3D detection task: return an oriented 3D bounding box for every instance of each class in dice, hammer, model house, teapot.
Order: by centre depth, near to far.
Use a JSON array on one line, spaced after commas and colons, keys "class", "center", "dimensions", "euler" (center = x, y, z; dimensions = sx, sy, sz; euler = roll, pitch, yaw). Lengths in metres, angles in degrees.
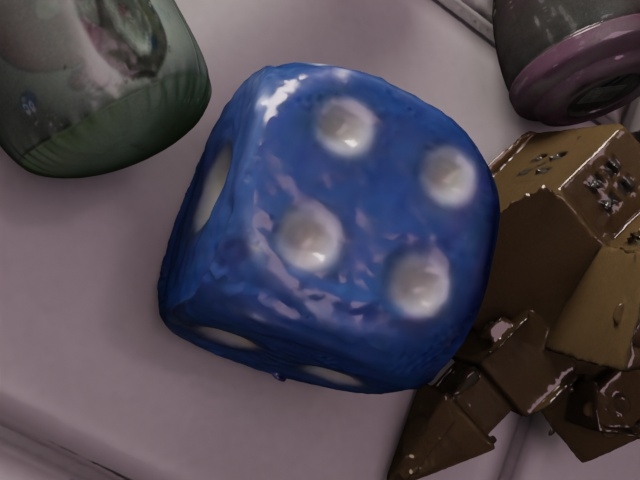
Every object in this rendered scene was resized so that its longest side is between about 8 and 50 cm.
[{"class": "dice", "center": [0.000, 0.000, 0.481], "dimensions": [0.146, 0.143, 0.146], "euler": [25, 70, -20]}, {"class": "hammer", "center": [-0.068, -0.177, 0.510], "dimensions": [0.335, 0.119, 0.206], "euler": [-31, 95, -34]}, {"class": "model house", "center": [0.137, 0.069, 0.542], "dimensions": [0.248, 0.176, 0.181], "euler": [-44, 101, -9]}, {"class": "teapot", "center": [0.175, -0.169, 0.604], "dimensions": [0.116, 0.148, 0.146], "euler": [-13, 73, -19]}]
